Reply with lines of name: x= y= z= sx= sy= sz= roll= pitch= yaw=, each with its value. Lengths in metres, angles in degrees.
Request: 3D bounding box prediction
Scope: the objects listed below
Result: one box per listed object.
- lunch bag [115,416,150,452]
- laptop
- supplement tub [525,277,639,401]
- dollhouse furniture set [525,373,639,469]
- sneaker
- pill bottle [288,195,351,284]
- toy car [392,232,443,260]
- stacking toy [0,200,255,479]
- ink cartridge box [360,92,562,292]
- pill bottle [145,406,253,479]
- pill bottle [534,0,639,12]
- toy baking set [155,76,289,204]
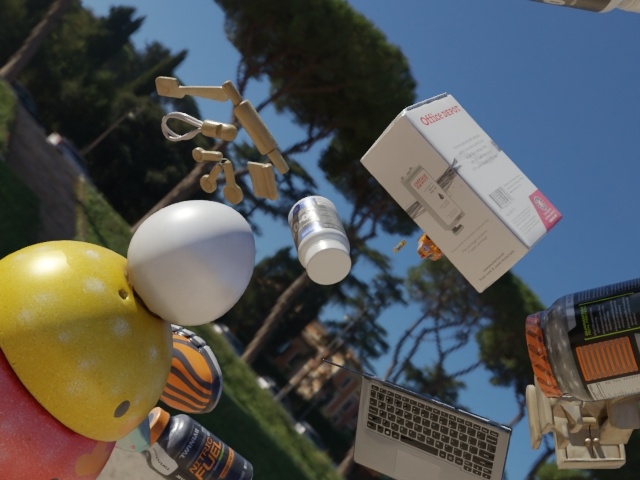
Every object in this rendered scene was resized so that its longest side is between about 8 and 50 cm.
lunch bag: x=-0.423 y=0.270 z=1.732 sx=0.262 sy=0.160 sz=0.223 roll=35 pitch=-27 yaw=21
laptop: x=0.207 y=0.455 z=2.101 sx=0.381 sy=0.236 sz=0.408 roll=18 pitch=-63 yaw=27
supplement tub: x=0.527 y=0.167 z=1.597 sx=0.193 sy=0.316 sz=0.194 roll=47 pitch=36 yaw=-49
dollhouse furniture set: x=0.661 y=0.362 z=2.190 sx=0.394 sy=0.362 sz=0.257 roll=88 pitch=1 yaw=-62
sneaker: x=-0.304 y=0.166 z=1.395 sx=0.321 sy=0.125 sz=0.180 roll=29 pitch=14 yaw=31
pill bottle: x=0.000 y=0.000 z=1.377 sx=0.078 sy=0.078 sz=0.137 roll=53 pitch=10 yaw=-34
toy car: x=0.192 y=0.026 z=1.855 sx=0.060 sy=0.040 sz=0.122 roll=53 pitch=-29 yaw=-9
stacking toy: x=-0.268 y=0.116 z=0.908 sx=0.351 sy=0.480 sz=0.351 roll=52 pitch=13 yaw=-17
ink cartridge box: x=0.228 y=-0.083 z=1.481 sx=0.283 sy=0.117 sz=0.207 roll=49 pitch=32 yaw=8
pill bottle: x=-0.268 y=0.448 z=1.921 sx=0.245 sy=0.130 sz=0.130 roll=41 pitch=-10 yaw=-18
pill bottle: x=0.569 y=-0.616 z=2.055 sx=0.361 sy=0.204 sz=0.204 roll=7 pitch=-9 yaw=-8
toy baking set: x=-0.161 y=-0.160 z=1.454 sx=0.196 sy=0.030 sz=0.256 roll=-21 pitch=-76 yaw=42
